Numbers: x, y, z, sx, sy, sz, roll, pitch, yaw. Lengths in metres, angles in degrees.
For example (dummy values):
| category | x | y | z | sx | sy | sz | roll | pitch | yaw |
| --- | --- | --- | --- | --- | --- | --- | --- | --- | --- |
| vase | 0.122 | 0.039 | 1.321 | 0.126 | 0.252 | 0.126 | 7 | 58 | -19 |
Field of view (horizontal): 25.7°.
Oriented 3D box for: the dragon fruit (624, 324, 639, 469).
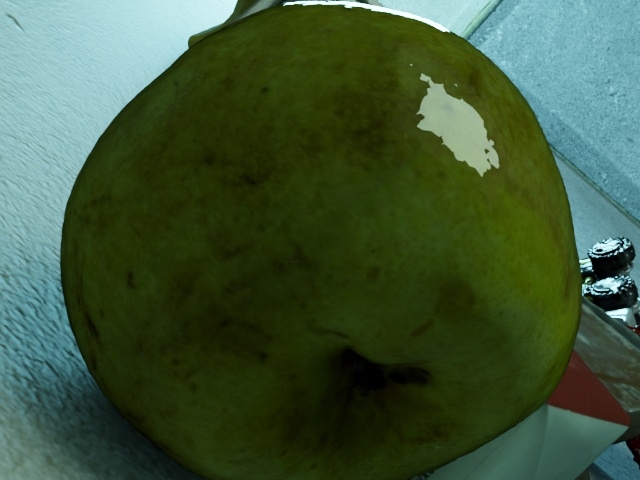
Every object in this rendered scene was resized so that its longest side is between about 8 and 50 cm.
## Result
| category | x | y | z | sx | sy | sz | roll | pitch | yaw |
| --- | --- | --- | --- | --- | --- | --- | --- | --- | --- |
| dragon fruit | 0.412 | 0.211 | 1.458 | 0.317 | 0.152 | 0.205 | 64 | 14 | 24 |

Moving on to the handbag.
| category | x | y | z | sx | sy | sz | roll | pitch | yaw |
| --- | --- | --- | --- | --- | --- | --- | --- | --- | --- |
| handbag | 0.068 | 0.075 | 1.045 | 0.151 | 0.171 | 0.298 | 21 | 27 | -50 |

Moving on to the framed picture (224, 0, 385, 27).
| category | x | y | z | sx | sy | sz | roll | pitch | yaw |
| --- | --- | --- | --- | --- | --- | --- | --- | --- | --- |
| framed picture | 0.036 | -0.138 | 1.494 | 0.315 | 0.232 | 0.024 | 46 | -25 | 0 |

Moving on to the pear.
| category | x | y | z | sx | sy | sz | roll | pitch | yaw |
| --- | --- | --- | --- | --- | --- | --- | --- | --- | --- |
| pear | 0.000 | 0.000 | 0.847 | 0.304 | 0.304 | 0.304 | 38 | 16 | -13 |

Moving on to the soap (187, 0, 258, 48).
| category | x | y | z | sx | sy | sz | roll | pitch | yaw |
| --- | --- | --- | --- | --- | --- | --- | --- | --- | --- |
| soap | 0.010 | -0.207 | 1.704 | 0.293 | 0.156 | 0.335 | 37 | 16 | -4 |

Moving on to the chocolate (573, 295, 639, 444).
| category | x | y | z | sx | sy | sz | roll | pitch | yaw |
| --- | --- | --- | --- | --- | --- | --- | --- | --- | --- |
| chocolate | 0.204 | 0.107 | 1.300 | 0.157 | 0.080 | 0.254 | -4 | 34 | -34 |

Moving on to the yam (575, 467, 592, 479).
| category | x | y | z | sx | sy | sz | roll | pitch | yaw |
| --- | --- | --- | --- | --- | --- | --- | --- | --- | --- |
| yam | 0.151 | 0.171 | 1.212 | 0.264 | 0.046 | 0.046 | 30 | 19 | -38 |

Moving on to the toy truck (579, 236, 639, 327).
| category | x | y | z | sx | sy | sz | roll | pitch | yaw |
| --- | --- | --- | --- | --- | --- | --- | --- | --- | --- |
| toy truck | 0.376 | 0.100 | 1.839 | 0.286 | 0.111 | 0.136 | -69 | 140 | -66 |
